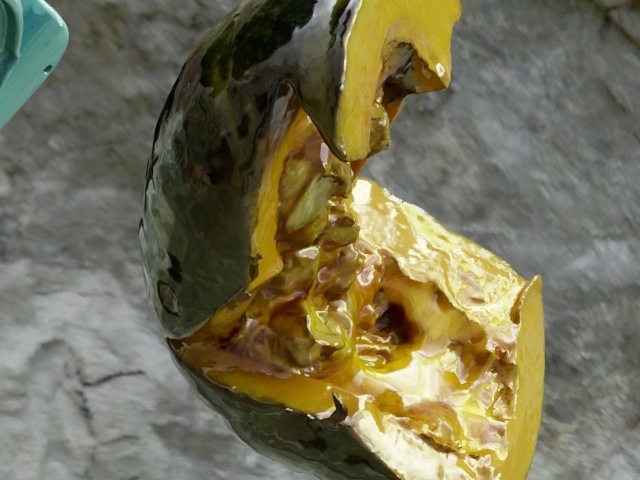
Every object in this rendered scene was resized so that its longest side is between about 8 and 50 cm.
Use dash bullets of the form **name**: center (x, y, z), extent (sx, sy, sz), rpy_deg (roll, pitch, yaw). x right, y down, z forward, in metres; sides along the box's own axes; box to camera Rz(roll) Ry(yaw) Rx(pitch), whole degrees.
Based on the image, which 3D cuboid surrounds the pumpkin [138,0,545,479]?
- **pumpkin**: center (0.000, 0.000, 0.451), extent (0.108, 0.119, 0.183), rpy_deg (0, -60, 29)

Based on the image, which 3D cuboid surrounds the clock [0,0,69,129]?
- **clock**: center (-0.295, -0.119, 0.974), extent (0.094, 0.274, 0.223), rpy_deg (40, -94, 11)
